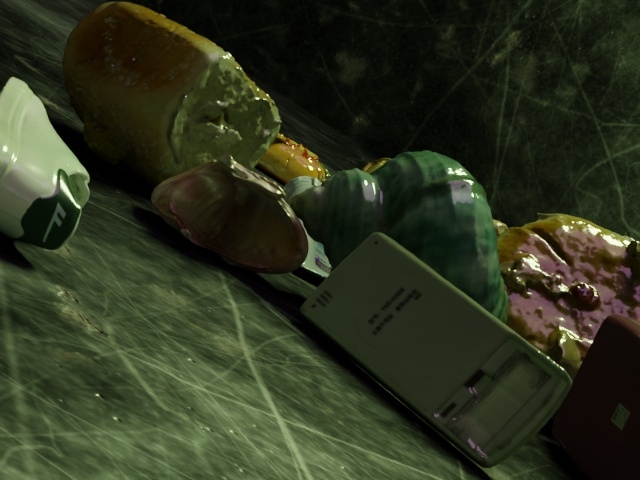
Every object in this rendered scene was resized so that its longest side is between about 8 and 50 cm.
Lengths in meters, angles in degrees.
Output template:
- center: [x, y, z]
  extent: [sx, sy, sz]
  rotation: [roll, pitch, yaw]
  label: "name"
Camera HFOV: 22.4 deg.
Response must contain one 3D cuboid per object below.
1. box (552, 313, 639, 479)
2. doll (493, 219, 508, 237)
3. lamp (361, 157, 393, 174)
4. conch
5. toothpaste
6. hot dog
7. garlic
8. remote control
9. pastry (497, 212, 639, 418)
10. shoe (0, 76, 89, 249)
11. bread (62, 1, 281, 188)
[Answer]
- center: [0.373, 0.203, 1.658]
  extent: [0.168, 0.193, 0.294]
  rotation: [19, 12, -19]
  label: "box"
- center: [0.277, 0.089, 2.043]
  extent: [0.256, 0.152, 0.196]
  rotation: [22, -14, -5]
  label: "doll"
- center: [0.120, -0.019, 2.228]
  extent: [0.185, 0.161, 0.161]
  rotation: [30, 7, 18]
  label: "lamp"
- center: [0.097, 0.011, 1.723]
  extent: [0.277, 0.220, 0.195]
  rotation: [26, 42, -10]
  label: "conch"
- center: [0.000, 0.000, 2.006]
  extent: [0.114, 0.073, 0.299]
  rotation: [28, 15, -18]
  label: "toothpaste"
- center: [-0.096, -0.160, 2.609]
  extent: [0.250, 0.076, 0.104]
  rotation: [35, 10, 20]
  label: "hot dog"
- center: [-0.093, -0.020, 1.699]
  extent: [0.174, 0.099, 0.124]
  rotation: [34, -12, -2]
  label: "garlic"
- center: [0.107, 0.101, 1.535]
  extent: [0.285, 0.123, 0.038]
  rotation: [36, -12, 40]
  label: "remote control"
- center: [0.282, 0.080, 1.873]
  extent: [0.236, 0.120, 0.257]
  rotation: [-2, 58, -10]
  label: "pastry"
- center: [-0.249, -0.058, 1.358]
  extent: [0.110, 0.095, 0.265]
  rotation: [34, 12, -13]
  label: "shoe"
- center: [-0.181, -0.151, 1.864]
  extent: [0.246, 0.176, 0.195]
  rotation: [32, -4, 35]
  label: "bread"
